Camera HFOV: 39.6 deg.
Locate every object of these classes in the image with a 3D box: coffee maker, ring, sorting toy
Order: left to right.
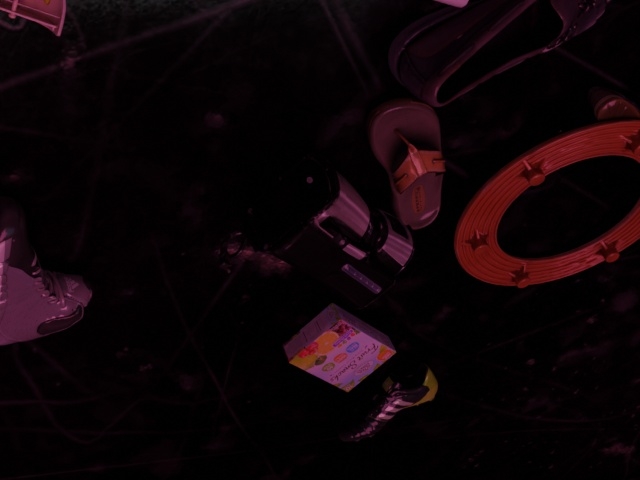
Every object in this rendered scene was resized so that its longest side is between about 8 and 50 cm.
[{"bbox_3d":[-0.257,-0.229,0.772,0.083,0.045,0.075,16,110,-23],"label":"sorting toy"},{"bbox_3d":[0.000,0.000,1.075,0.171,0.120,0.178,-21,141,29],"label":"coffee maker"},{"bbox_3d":[0.346,-0.034,1.214,0.336,0.032,0.336,-12,143,-9],"label":"ring"}]

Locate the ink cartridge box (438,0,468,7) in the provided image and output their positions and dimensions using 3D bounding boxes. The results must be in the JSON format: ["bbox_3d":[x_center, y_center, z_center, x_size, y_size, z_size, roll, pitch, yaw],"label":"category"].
[{"bbox_3d":[0.029,-0.349,0.729,0.307,0.129,0.223,7,126,-31],"label":"ink cartridge box"}]

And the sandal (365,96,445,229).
[{"bbox_3d":[0.112,-0.082,1.072,0.090,0.060,0.219,-20,137,-7],"label":"sandal"}]

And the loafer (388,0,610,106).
[{"bbox_3d":[0.224,-0.231,0.959,0.302,0.095,0.109,-27,137,0],"label":"loafer"}]

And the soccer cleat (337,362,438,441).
[{"bbox_3d":[0.100,0.250,1.391,0.179,0.060,0.072,-28,128,-8],"label":"soccer cleat"}]

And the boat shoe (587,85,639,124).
[{"bbox_3d":[0.392,-0.156,1.145,0.056,0.049,0.152,-35,141,21],"label":"boat shoe"}]

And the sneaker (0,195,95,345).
[{"bbox_3d":[-0.309,0.033,0.974,0.132,0.086,0.228,-3,142,-30],"label":"sneaker"}]

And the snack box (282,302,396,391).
[{"bbox_3d":[0.029,0.156,1.275,0.100,0.037,0.141,-41,135,15],"label":"snack box"}]
